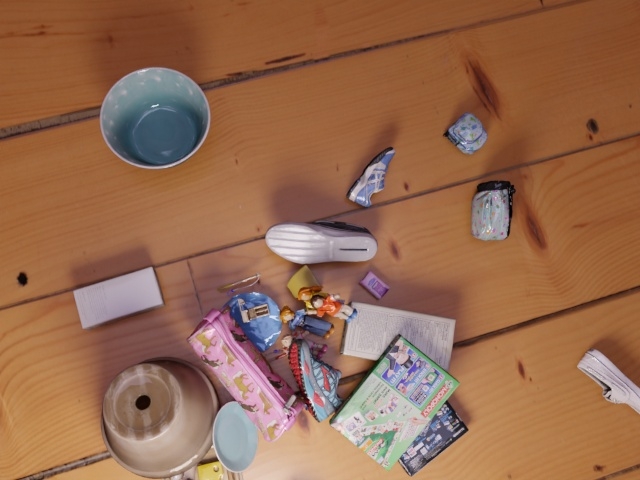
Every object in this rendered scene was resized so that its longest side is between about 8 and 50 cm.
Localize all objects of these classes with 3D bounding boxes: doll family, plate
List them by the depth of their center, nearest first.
[{"bbox_3d":[-0.239,0.540,1.719,0.024,0.188,0.188,-18,79,29],"label":"plate"},{"bbox_3d":[-0.026,0.216,1.784,0.163,0.118,0.263,24,119,-21],"label":"doll family"}]

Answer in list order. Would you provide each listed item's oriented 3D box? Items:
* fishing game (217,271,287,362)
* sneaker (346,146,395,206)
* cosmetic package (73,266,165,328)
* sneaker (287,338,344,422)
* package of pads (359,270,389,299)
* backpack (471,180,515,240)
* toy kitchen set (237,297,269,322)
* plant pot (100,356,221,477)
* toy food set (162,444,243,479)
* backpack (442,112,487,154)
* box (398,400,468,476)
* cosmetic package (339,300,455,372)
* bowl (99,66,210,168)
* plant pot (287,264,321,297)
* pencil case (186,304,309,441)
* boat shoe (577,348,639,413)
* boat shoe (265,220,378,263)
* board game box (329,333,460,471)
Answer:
[{"bbox_3d":[-0.206,0.242,1.834,0.189,0.041,0.264,-24,88,-1],"label":"fishing game"},{"bbox_3d":[0.170,-0.197,1.938,0.081,0.080,0.211,37,88,-4],"label":"sneaker"},{"bbox_3d":[-0.575,0.167,1.795,0.231,0.085,0.117,-16,81,-10],"label":"cosmetic package"},{"bbox_3d":[-0.007,0.379,1.774,0.125,0.104,0.262,-24,112,-19],"label":"sneaker"},{"bbox_3d":[0.163,0.136,1.888,0.083,0.032,0.050,41,81,4],"label":"package of pads"},{"bbox_3d":[0.525,-0.089,1.917,0.115,0.152,0.182,1,91,1],"label":"backpack"},{"bbox_3d":[-0.190,0.189,1.776,0.075,0.083,0.068,-15,88,-4],"label":"toy kitchen set"},{"bbox_3d":[-0.432,0.439,1.624,0.323,0.280,0.323,1,66,-3],"label":"plant pot"},{"bbox_3d":[-0.313,0.718,1.696,0.220,0.092,0.306,-11,76,-7],"label":"toy food set"},{"bbox_3d":[0.469,-0.336,1.980,0.105,0.084,0.114,-43,88,-9],"label":"backpack"},{"bbox_3d":[0.290,0.542,1.809,0.220,0.051,0.175,-36,84,-10],"label":"box"},{"bbox_3d":[0.222,0.282,1.824,0.309,0.113,0.160,12,78,-3],"label":"cosmetic package"},{"bbox_3d":[-0.479,-0.338,1.861,0.312,0.163,0.311,1,79,-5],"label":"bowl"},{"bbox_3d":[-0.052,0.129,1.850,0.083,0.081,0.081,-34,83,0],"label":"plant pot"},{"bbox_3d":[-0.205,0.364,1.728,0.167,0.160,0.386,-40,88,22],"label":"pencil case"},{"bbox_3d":[0.880,0.443,1.866,0.084,0.095,0.258,-43,75,-7],"label":"boat shoe"},{"bbox_3d":[0.000,0.000,1.865,0.335,0.119,0.121,8,111,-11],"label":"boat shoe"},{"bbox_3d":[0.204,0.450,1.737,0.213,0.046,0.317,39,90,-3],"label":"board game box"}]
